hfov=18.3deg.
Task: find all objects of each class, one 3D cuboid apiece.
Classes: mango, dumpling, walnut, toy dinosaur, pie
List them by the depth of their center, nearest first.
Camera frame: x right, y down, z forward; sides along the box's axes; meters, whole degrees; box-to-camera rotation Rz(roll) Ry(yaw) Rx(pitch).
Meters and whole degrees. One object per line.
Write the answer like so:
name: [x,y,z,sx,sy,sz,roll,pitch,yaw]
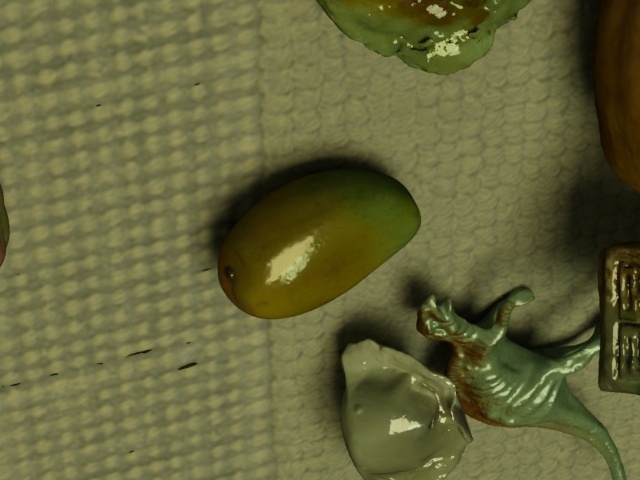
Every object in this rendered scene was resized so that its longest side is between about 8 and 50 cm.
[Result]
pie: [0.106,-0.278,1.624,0.274,0.105,0.257,-34,118,-2]
walnut: [0.338,-0.154,1.762,0.209,0.209,0.336,-22,121,-9]
mango: [0.000,0.000,1.782,0.195,0.092,0.130,-16,130,-20]
dumpling: [0.083,0.168,1.931,0.127,0.108,0.188,-1,122,12]
toy dinosaur: [0.234,0.139,2.007,0.205,0.092,0.393,-31,134,-3]

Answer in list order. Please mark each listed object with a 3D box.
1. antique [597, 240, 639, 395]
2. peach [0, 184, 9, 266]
antique: [0.372,0.054,1.912,0.284,0.125,0.150,-18,111,-58]
peach: [-0.322,-0.006,1.593,0.152,0.152,0.152,-13,130,-16]
